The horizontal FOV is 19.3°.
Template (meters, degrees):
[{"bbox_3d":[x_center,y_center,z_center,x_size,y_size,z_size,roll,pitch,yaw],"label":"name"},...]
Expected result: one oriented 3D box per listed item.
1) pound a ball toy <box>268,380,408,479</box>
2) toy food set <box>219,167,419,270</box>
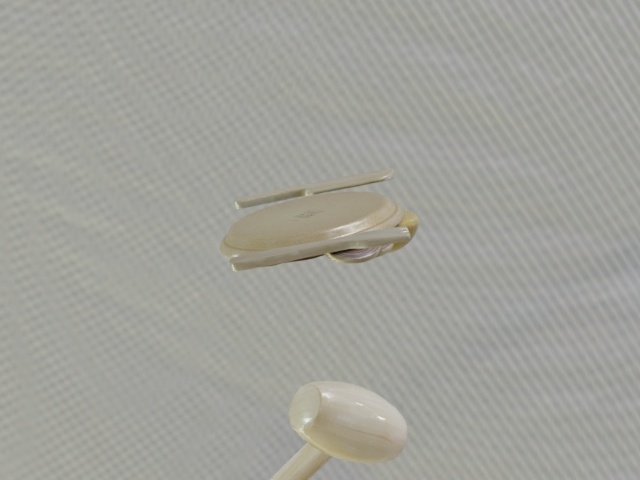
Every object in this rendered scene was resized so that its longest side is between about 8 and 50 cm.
[{"bbox_3d":[-0.002,0.266,1.179,0.136,0.208,0.319,12,-52,-31],"label":"pound a ball toy"},{"bbox_3d":[0.000,0.000,1.239,0.132,0.192,0.038,-11,-76,2],"label":"toy food set"}]
